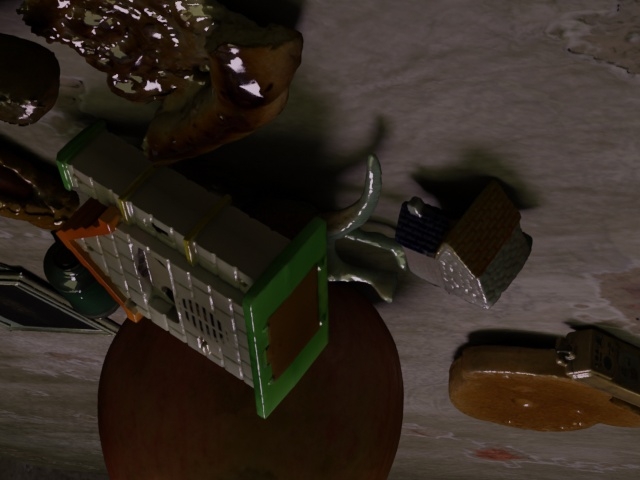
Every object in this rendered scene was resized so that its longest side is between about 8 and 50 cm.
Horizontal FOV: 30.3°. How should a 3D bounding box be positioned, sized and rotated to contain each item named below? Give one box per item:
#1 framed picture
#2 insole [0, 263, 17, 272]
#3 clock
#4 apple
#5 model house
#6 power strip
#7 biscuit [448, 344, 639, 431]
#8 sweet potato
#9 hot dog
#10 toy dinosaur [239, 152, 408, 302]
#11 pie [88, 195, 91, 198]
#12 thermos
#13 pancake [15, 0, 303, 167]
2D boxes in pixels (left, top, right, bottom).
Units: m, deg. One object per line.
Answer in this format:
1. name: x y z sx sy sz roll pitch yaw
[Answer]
1. framed picture: -0.455 0.096 1.754 0.231 0.018 0.293 1 161 23
2. insole: -0.507 0.026 1.604 0.194 0.006 0.065 11 162 -2
3. clock: -0.123 0.016 1.113 0.255 0.106 0.219 31 152 20
4. apple: -0.076 0.206 1.376 0.364 0.363 0.364 8 161 3
5. model house: 0.129 -0.009 1.094 0.101 0.087 0.100 23 156 36
6. power strip: 0.402 0.174 1.505 0.305 0.064 0.044 23 154 -35
7. biscuit: 0.322 0.207 1.650 0.288 0.057 0.343 7 161 7
8. sweet potato: -0.284 -0.138 0.908 0.233 0.062 0.081 18 167 28
9. hot dog: -0.345 -0.076 1.146 0.083 0.068 0.289 24 178 37
10. toy dinosaur: 0.000 0.000 1.166 0.206 0.092 0.393 17 169 -5
11. pie: -0.201 -0.043 1.238 0.085 0.019 0.084 8 161 3
12. thermos: -0.283 0.036 1.415 0.073 0.083 0.187 2 165 0
13. pancake: -0.098 -0.124 0.893 0.212 0.056 0.257 4 161 25
